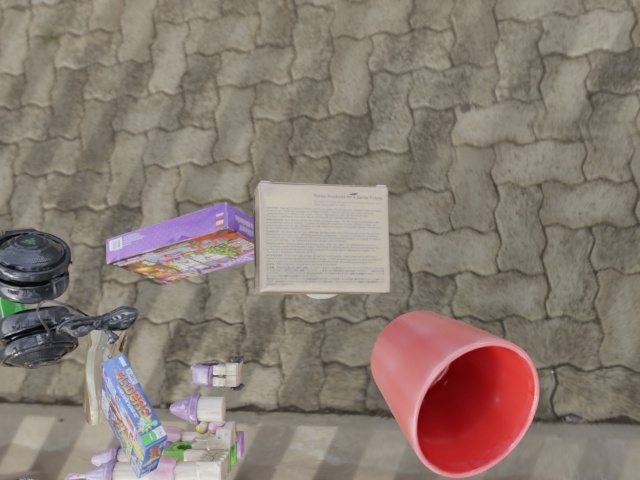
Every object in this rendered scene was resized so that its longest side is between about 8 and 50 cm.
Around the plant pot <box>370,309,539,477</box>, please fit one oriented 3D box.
[{"bbox_3d":[0.233,0.267,1.375,0.275,0.275,0.243,-56,29,2],"label":"plant pot"}]

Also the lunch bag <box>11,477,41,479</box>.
[{"bbox_3d":[-0.509,0.398,1.023,0.219,0.176,0.090,-22,73,44],"label":"lunch bag"}]

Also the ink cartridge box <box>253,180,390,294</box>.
[{"bbox_3d":[0.000,0.000,1.278,0.235,0.088,0.193,2,82,-13],"label":"ink cartridge box"}]

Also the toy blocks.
[{"bbox_3d":[-0.285,0.379,1.311,0.260,0.288,0.309,0,88,4],"label":"toy blocks"}]

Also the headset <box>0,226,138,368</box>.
[{"bbox_3d":[-0.460,0.103,1.228,0.394,0.185,0.243,11,106,55],"label":"headset"}]

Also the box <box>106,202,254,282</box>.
[{"bbox_3d":[-0.259,0.013,1.481,0.293,0.201,0.057,-15,69,23],"label":"box"}]

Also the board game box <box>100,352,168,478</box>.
[{"bbox_3d":[-0.280,0.264,1.061,0.035,0.201,0.136,-25,72,-28],"label":"board game box"}]

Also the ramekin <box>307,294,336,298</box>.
[{"bbox_3d":[0.011,0.036,1.628,0.207,0.109,0.207,-33,28,20],"label":"ramekin"}]

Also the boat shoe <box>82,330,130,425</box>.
[{"bbox_3d":[-0.456,0.277,1.548,0.098,0.302,0.109,4,115,-17],"label":"boat shoe"}]
